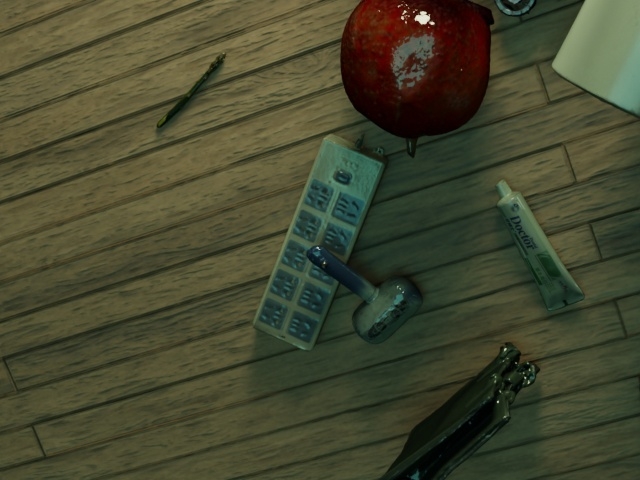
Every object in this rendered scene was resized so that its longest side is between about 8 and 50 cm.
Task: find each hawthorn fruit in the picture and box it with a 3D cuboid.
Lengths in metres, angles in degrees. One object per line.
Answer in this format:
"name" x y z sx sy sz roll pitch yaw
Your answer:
"hawthorn fruit" 0.131 -0.241 1.874 0.215 0.215 0.249 4 113 12

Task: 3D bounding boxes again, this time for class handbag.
"handbag" 0.205 0.278 1.970 0.079 0.247 0.260 44 111 4

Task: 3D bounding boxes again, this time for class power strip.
"power strip" 0.000 0.000 2.046 0.106 0.043 0.367 23 109 5

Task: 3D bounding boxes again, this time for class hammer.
"hammer" 0.055 0.070 2.016 0.194 0.069 0.116 37 111 -20

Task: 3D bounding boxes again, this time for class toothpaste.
"toothpaste" 0.318 0.006 1.979 0.064 0.041 0.218 -25 102 29

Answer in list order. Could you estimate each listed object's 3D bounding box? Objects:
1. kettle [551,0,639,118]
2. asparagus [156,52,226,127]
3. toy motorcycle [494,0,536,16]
"kettle" 0.466 -0.322 1.712 0.205 0.265 0.318 31 110 26
"asparagus" -0.199 -0.229 2.043 0.016 0.013 0.166 42 111 -13
"toy motorcycle" 0.323 -0.397 1.848 0.205 0.076 0.114 -26 89 20
